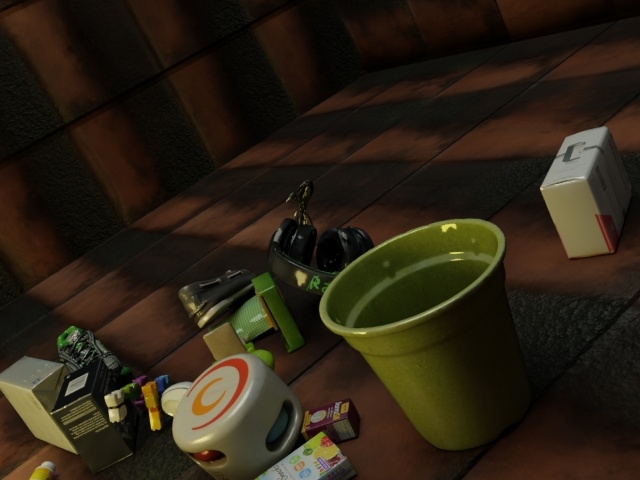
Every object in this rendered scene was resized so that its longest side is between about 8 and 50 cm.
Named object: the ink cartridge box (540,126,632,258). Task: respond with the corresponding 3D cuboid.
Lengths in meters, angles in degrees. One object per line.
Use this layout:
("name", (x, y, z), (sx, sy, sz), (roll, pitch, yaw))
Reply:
("ink cartridge box", (0.497, -0.092, 1.417), (0.092, 0.158, 0.218), (-12, 24, 38))

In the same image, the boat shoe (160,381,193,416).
("boat shoe", (-0.236, 0.321, 1.447), (0.226, 0.083, 0.076), (-10, 25, 39))

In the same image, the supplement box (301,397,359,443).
("supplement box", (0.017, 0.297, 1.237), (0.083, 0.043, 0.055), (-21, 20, 15))

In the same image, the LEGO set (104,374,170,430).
("LEGO set", (-0.352, 0.333, 1.547), (0.087, 0.093, 0.227), (-9, -2, 3))

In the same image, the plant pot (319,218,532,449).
("plant pot", (0.174, 0.147, 1.096), (0.276, 0.254, 0.276), (-23, 20, 9))

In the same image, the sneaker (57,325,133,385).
("sneaker", (-0.568, 0.297, 1.849), (0.134, 0.146, 0.343), (-37, 22, -26))

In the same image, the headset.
("headset", (0.000, 0.000, 1.677), (0.243, 0.185, 0.394), (8, 17, -18))

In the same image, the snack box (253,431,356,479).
("snack box", (-0.029, 0.358, 1.150), (0.141, 0.037, 0.100), (-33, 19, -14))

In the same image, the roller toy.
("roller toy", (-0.134, 0.300, 1.265), (0.209, 0.146, 0.191), (-38, 25, 3))

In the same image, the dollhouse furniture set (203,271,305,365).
("dollhouse furniture set", (-0.175, 0.159, 1.674), (0.197, 0.151, 0.301), (-29, 19, -4))

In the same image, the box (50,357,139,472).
("box", (-0.448, 0.349, 1.540), (0.093, 0.158, 0.156), (-27, 20, 1))

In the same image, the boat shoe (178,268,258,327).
("boat shoe", (-0.232, 0.112, 1.816), (0.112, 0.095, 0.335), (-43, -3, 17))

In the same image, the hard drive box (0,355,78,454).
("hard drive box", (-0.595, 0.357, 1.682), (0.232, 0.181, 0.089), (-3, 31, 48))

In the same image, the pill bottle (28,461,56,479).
("pill bottle", (-0.557, 0.480, 1.526), (0.043, 0.043, 0.083), (-23, 20, 12))
